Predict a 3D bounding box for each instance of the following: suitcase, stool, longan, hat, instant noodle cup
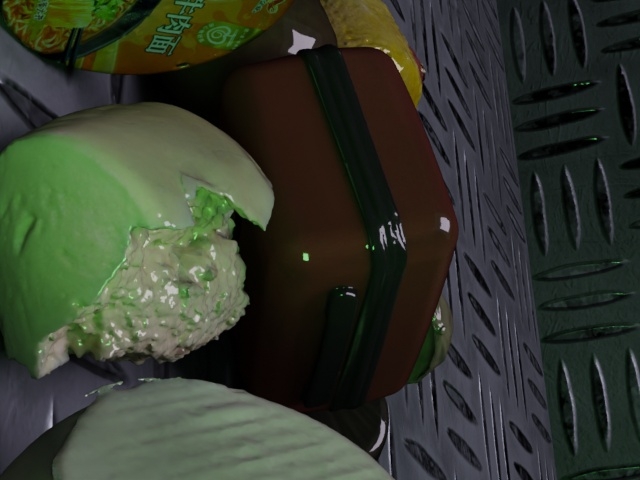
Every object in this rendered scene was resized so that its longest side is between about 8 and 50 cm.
[{"bbox_3d":[0.000,0.000,1.126,0.297,0.161,0.236,103,-28,-55],"label":"suitcase"},{"bbox_3d":[-0.014,0.161,1.274,0.217,0.125,0.121,59,-19,20],"label":"stool"},{"bbox_3d":[-0.071,-0.183,1.210,0.189,0.189,0.189,-12,90,-73],"label":"longan"},{"bbox_3d":[0.151,0.092,1.826,0.173,0.144,0.166,-40,121,-45],"label":"hat"},{"bbox_3d":[-0.138,-0.263,0.990,0.230,0.230,0.182,43,30,-62],"label":"instant noodle cup"}]

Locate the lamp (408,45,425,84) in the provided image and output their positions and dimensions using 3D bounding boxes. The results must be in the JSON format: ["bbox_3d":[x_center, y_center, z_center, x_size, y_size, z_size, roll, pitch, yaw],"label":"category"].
[{"bbox_3d":[0.109,-0.245,1.943,0.107,0.092,0.108,169,-90,-72],"label":"lamp"}]

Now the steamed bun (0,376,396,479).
[{"bbox_3d":[-0.082,0.256,0.752,0.309,0.309,0.309,-12,90,-73],"label":"steamed bun"}]

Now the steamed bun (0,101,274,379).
[{"bbox_3d":[-0.126,0.004,0.914,0.225,0.170,0.200,-38,120,-69],"label":"steamed bun"}]

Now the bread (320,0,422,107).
[{"bbox_3d":[0.014,-0.185,1.489,0.197,0.197,0.170,52,18,-55],"label":"bread"}]
